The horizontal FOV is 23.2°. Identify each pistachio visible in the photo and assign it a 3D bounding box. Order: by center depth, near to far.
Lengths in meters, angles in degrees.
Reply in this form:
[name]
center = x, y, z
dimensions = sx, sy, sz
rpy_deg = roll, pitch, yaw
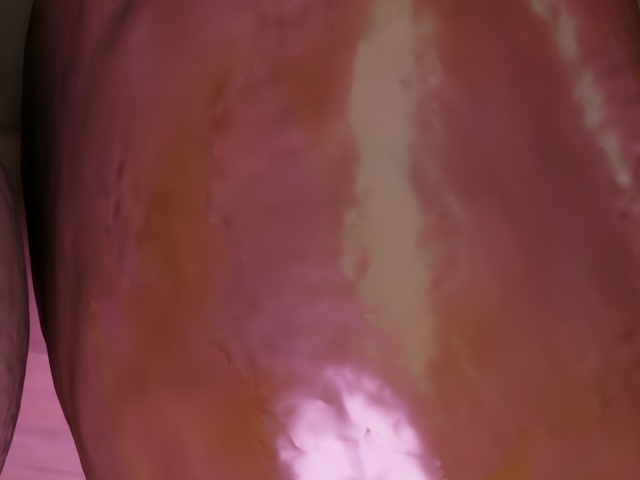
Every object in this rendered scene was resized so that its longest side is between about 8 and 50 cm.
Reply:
[pistachio]
center = 0.000, 0.000, 0.414
dimensions = 0.213, 0.163, 0.260
rpy_deg = -12, 101, 27

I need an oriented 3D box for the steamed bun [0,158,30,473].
[steamed bun]
center = -0.196, 0.028, 0.338
dimensions = 0.283, 0.177, 0.283
rpy_deg = -11, 114, -27
